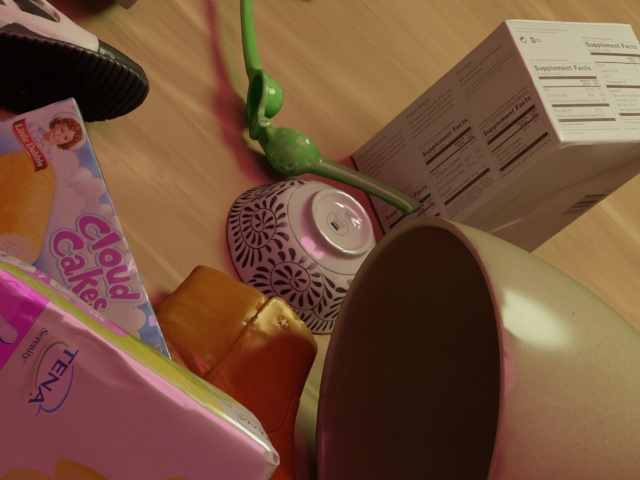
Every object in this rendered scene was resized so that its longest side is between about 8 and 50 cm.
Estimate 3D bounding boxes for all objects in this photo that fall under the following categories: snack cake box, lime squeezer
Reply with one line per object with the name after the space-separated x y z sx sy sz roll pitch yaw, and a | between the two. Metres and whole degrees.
-0.229 0.031 1.520 0.152 0.089 0.264 -20 71 -7 | snack cake box
-0.028 -0.136 1.864 0.110 0.059 0.310 -33 77 -15 | lime squeezer

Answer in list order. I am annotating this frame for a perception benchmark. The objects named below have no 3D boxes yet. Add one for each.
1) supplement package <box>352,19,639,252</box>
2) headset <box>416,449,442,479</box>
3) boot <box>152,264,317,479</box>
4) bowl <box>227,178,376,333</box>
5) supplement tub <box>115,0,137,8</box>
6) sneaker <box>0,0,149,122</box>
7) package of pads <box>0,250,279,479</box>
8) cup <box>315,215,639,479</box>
0.204 -0.099 1.904 0.204 0.262 0.145 -5 65 -42 | supplement package
0.261 0.211 1.789 0.394 0.185 0.243 24 47 -11 | headset
-0.044 0.161 1.624 0.295 0.104 0.211 43 42 -1 | boot
0.000 0.000 1.796 0.170 0.080 0.170 22 50 -28 | bowl
-0.240 -0.376 1.776 0.272 0.191 0.191 39 43 -11 | supplement tub
-0.301 -0.215 1.660 0.331 0.122 0.146 20 52 -30 | sneaker
-0.205 0.163 1.385 0.296 0.101 0.229 36 89 -10 | package of pads
0.171 0.160 1.591 0.237 0.331 0.331 10 55 -25 | cup
